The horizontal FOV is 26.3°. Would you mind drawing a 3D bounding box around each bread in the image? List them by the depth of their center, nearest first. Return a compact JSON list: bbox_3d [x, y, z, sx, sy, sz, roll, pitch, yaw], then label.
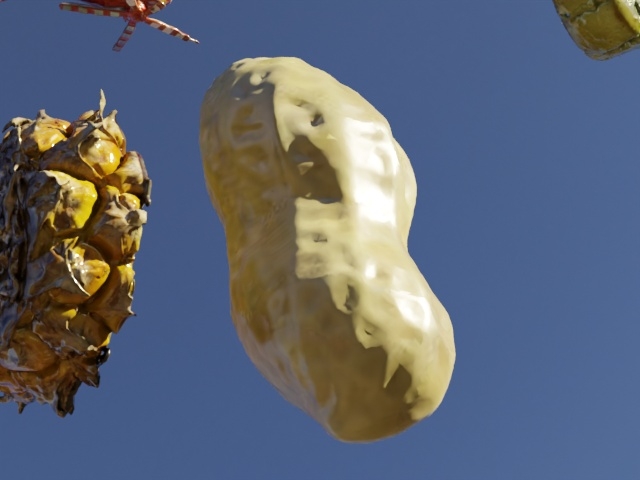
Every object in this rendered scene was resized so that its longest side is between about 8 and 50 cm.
[{"bbox_3d":[0.242,-0.222,1.123,0.064,0.156,0.117,-13,-51,37],"label":"bread"}]

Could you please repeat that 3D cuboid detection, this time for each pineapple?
[{"bbox_3d":[-0.192,0.009,0.896,0.076,0.225,0.225,16,-68,-40],"label":"pineapple"}]

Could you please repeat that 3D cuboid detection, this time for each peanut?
[{"bbox_3d":[0.000,0.000,0.933,0.149,0.313,0.149,-8,-38,-7],"label":"peanut"}]

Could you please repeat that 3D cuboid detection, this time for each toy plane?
[{"bbox_3d":[-0.213,-0.224,1.250,0.194,0.077,0.126,-12,-27,9],"label":"toy plane"}]
